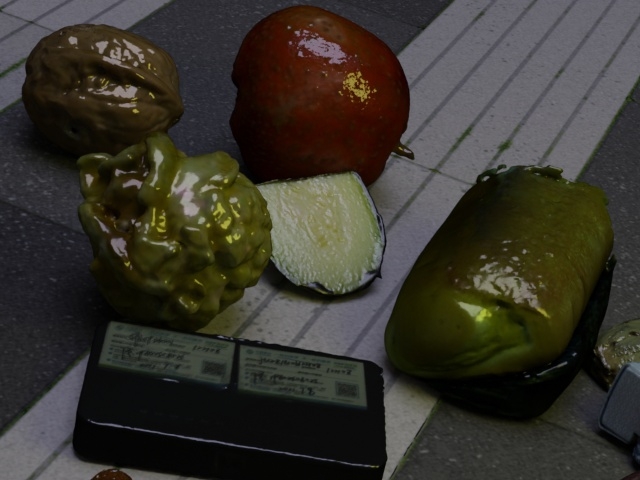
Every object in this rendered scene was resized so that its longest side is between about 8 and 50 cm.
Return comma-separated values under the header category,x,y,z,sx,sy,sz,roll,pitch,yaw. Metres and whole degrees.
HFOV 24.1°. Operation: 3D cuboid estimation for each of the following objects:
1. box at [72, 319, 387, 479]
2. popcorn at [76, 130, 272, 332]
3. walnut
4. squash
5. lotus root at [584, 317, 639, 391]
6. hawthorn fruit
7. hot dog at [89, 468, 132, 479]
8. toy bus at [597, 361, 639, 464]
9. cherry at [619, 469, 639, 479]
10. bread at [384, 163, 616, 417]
category,x,y,z,sx,sy,sz,roll,pitch,yaw
box,-0.099,0.189,1.723,0.350,0.058,0.211,9,30,-4
popcorn,-0.186,-0.002,1.827,0.259,0.259,0.212,8,51,-7
walnut,-0.314,-0.212,2.161,0.245,0.198,0.198,13,32,6
squash,-0.009,0.008,2.040,0.192,0.085,0.184,-9,66,-26
lotus root,0.419,0.148,1.951,0.144,0.070,0.143,-2,34,-21
hawthorn fruit,0.006,-0.189,2.167,0.299,0.275,0.275,26,31,-7
hot dog,-0.214,0.276,1.565,0.058,0.035,0.083,1,33,-19
toy bus,0.496,0.258,1.776,0.329,0.109,0.136,36,29,33
cherry,0.373,0.313,1.610,0.176,0.140,0.176,-1,41,1
bread,0.242,0.056,1.927,0.251,0.208,0.376,17,36,17
